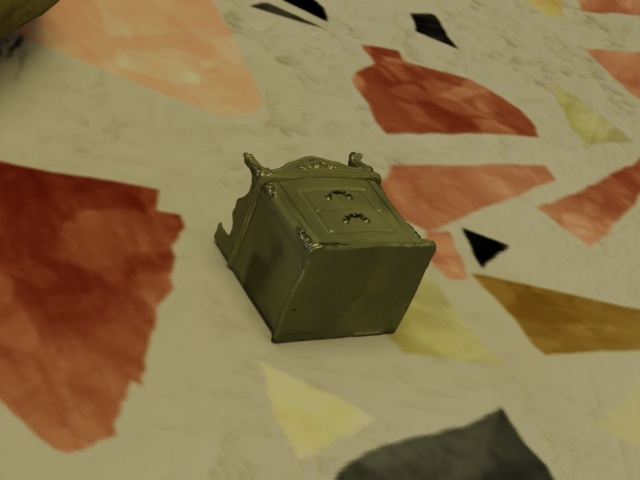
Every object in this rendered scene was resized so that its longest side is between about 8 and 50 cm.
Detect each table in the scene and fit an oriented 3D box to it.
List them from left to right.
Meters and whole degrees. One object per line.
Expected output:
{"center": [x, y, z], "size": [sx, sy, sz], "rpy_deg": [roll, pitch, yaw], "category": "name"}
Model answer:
{"center": [0.000, 0.000, 0.897], "size": [0.079, 0.062, 0.083], "rpy_deg": [-2, 40, -34], "category": "table"}

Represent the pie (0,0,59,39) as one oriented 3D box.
{"center": [-0.290, -0.172, 0.952], "size": [0.315, 0.092, 0.315], "rpy_deg": [13, 30, -8], "category": "pie"}
